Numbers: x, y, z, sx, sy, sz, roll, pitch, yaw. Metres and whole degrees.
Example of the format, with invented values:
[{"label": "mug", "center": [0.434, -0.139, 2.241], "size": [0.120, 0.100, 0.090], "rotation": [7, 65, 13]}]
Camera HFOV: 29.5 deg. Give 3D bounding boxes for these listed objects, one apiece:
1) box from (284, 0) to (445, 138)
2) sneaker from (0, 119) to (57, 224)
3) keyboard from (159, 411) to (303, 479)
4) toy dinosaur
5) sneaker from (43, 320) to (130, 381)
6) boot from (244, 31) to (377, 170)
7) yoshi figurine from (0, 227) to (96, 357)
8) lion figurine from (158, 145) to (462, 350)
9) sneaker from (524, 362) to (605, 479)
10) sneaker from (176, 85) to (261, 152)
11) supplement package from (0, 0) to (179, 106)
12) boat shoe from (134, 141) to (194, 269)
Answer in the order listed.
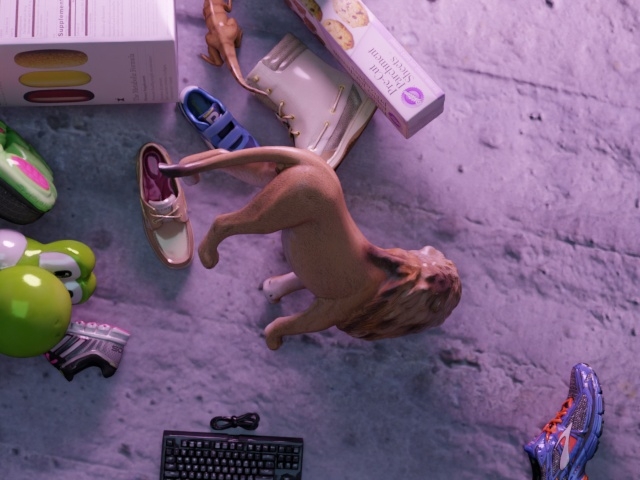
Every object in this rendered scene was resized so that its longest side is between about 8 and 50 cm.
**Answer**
[{"label": "box", "center": [0.034, -0.273, 1.560], "size": [0.067, 0.063, 0.324], "rotation": [-37, 74, -7]}, {"label": "sneaker", "center": [-0.559, -0.098, 1.494], "size": [0.483, 0.185, 0.202], "rotation": [15, 101, 0]}, {"label": "keyboard", "center": [-0.113, 0.272, 1.552], "size": [0.180, 0.023, 0.108], "rotation": [4, 84, -6]}, {"label": "toy dinosaur", "center": [-0.125, -0.256, 1.555], "size": [0.064, 0.112, 0.211], "rotation": [-17, 79, -4]}, {"label": "sneaker", "center": [-0.328, 0.138, 1.525], "size": [0.171, 0.063, 0.074], "rotation": [7, 78, -9]}, {"label": "boot", "center": [-0.038, -0.150, 1.573], "size": [0.165, 0.077, 0.213], "rotation": [35, 75, -2]}, {"label": "yoshi figurine", "center": [-0.443, 0.068, 1.412], "size": [0.362, 0.203, 0.203], "rotation": [-5, 70, -10]}, {"label": "lion figurine", "center": [0.000, 0.000, 1.463], "size": [0.240, 0.392, 0.142], "rotation": [-19, 46, 21]}, {"label": "sneaker", "center": [0.310, 0.263, 1.564], "size": [0.087, 0.083, 0.221], "rotation": [15, 80, 4]}, {"label": "sneaker", "center": [-0.132, -0.145, 1.573], "size": [0.144, 0.059, 0.053], "rotation": [42, 80, -1]}, {"label": "supplement package", "center": [-0.302, -0.258, 1.513], "size": [0.244, 0.139, 0.133], "rotation": [-3, 62, -5]}, {"label": "boat shoe", "center": [-0.204, -0.045, 1.556], "size": [0.063, 0.059, 0.170], "rotation": [-17, 86, -7]}]
